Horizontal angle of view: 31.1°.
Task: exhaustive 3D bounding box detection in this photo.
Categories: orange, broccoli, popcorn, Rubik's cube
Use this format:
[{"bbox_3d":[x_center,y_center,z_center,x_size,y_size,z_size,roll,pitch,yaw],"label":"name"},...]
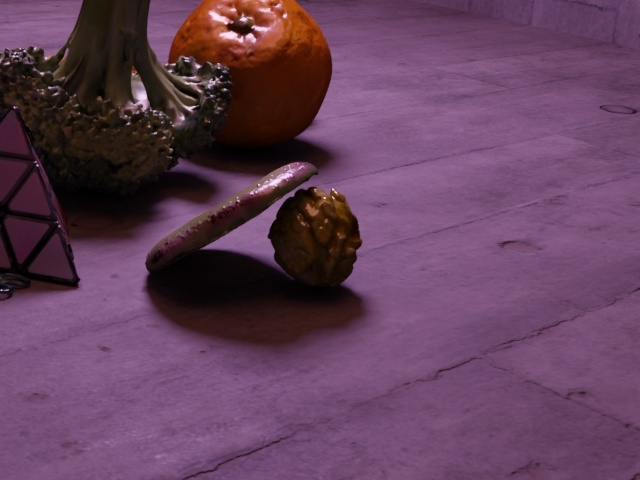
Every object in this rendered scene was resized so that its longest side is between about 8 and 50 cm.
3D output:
[{"bbox_3d":[-0.112,-0.269,1.822,0.261,0.261,0.261,5,20,-2],"label":"orange"},{"bbox_3d":[-0.272,-0.187,1.544,0.375,0.302,0.249,-3,59,-33],"label":"broccoli"},{"bbox_3d":[0.000,0.000,1.299,0.116,0.120,0.106,-7,35,-33],"label":"popcorn"},{"bbox_3d":[-0.391,-0.044,1.312,0.178,0.190,0.211,-18,20,-11],"label":"Rubik's cube"}]

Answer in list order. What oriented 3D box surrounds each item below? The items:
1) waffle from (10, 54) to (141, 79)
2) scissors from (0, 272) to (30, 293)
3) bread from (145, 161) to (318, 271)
[{"bbox_3d":[-0.459,-0.289,2.067,0.301,0.058,0.281,5,20,5],"label":"waffle"},{"bbox_3d":[-0.377,0.036,1.256,0.119,0.014,0.058,16,18,18],"label":"scissors"},{"bbox_3d":[-0.103,-0.032,1.310,0.228,0.033,0.228,-29,5,3],"label":"bread"}]
